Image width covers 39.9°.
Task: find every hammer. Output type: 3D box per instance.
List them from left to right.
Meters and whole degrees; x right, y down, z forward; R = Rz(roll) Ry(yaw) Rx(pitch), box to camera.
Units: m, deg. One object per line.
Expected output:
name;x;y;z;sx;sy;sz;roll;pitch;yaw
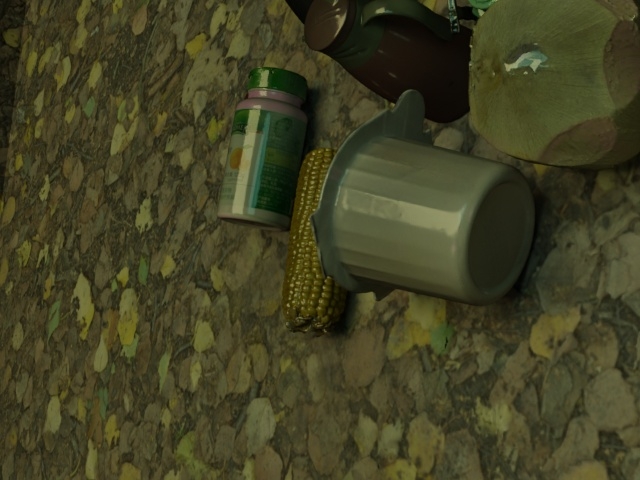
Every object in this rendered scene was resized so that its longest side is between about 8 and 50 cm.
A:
hammer;0.198;-0.318;1.218;0.013;0.199;0.062;-7;102;19

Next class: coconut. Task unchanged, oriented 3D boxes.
coconut;0.278;-0.194;1.011;0.227;0.230;0.227;-4;83;41

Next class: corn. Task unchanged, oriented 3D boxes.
corn;0.000;0.000;1.417;0.106;0.106;0.305;-13;64;48

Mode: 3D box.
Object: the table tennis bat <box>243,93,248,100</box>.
table tennis bat;-0.126;-0.217;1.699;0.130;0.019;0.221;25;97;51

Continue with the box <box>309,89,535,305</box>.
box;0.161;-0.044;1.153;0.206;0.262;0.291;17;83;39

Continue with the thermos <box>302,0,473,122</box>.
thermos;0.109;-0.274;1.233;0.176;0.265;0.146;-14;68;46

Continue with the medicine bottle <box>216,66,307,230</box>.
medicine bottle;-0.096;-0.161;1.555;0.133;0.133;0.274;3;80;51

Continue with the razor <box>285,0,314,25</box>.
razor;0.004;-0.483;1.481;0.204;0.113;0.349;-56;42;32

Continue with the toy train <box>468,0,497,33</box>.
toy train;0.314;-0.368;1.147;0.177;0.116;0.286;43;112;34
